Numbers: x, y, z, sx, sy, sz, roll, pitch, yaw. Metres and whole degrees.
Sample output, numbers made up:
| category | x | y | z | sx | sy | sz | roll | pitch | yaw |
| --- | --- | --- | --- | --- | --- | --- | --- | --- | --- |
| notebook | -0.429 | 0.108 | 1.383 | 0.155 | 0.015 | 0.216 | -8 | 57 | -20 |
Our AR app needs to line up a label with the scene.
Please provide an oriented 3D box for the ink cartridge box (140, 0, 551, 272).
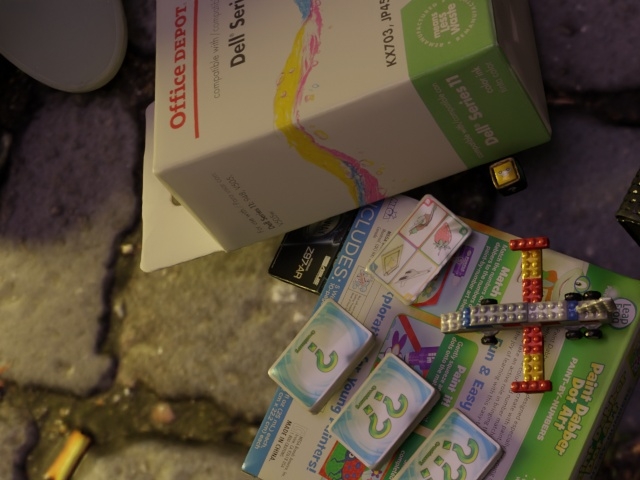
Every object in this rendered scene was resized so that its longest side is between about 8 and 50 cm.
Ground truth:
| category | x | y | z | sx | sy | sz | roll | pitch | yaw |
| --- | --- | --- | --- | --- | --- | --- | --- | --- | --- |
| ink cartridge box | -0.014 | -0.128 | 1.350 | 0.354 | 0.119 | 0.207 | -20 | 49 | 18 |

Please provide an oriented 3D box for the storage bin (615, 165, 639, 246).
| category | x | y | z | sx | sy | sz | roll | pitch | yaw |
| --- | --- | --- | --- | --- | --- | --- | --- | --- | --- |
| storage bin | 0.309 | -0.006 | 1.184 | 0.180 | 0.122 | 0.084 | 25 | 85 | 29 |

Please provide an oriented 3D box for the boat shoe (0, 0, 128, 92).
| category | x | y | z | sx | sy | sz | roll | pitch | yaw |
| --- | --- | --- | --- | --- | --- | --- | --- | --- | --- |
| boat shoe | -0.299 | -0.285 | 1.559 | 0.136 | 0.156 | 0.367 | -41 | 90 | 3 |

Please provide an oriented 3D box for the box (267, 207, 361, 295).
| category | x | y | z | sx | sy | sz | roll | pitch | yaw |
| --- | --- | --- | --- | --- | --- | --- | --- | --- | --- |
| box | 0.000 | 0.000 | 1.374 | 0.067 | 0.018 | 0.083 | 20 | 83 | 49 |

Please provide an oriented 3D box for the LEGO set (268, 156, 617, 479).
| category | x | y | z | sx | sy | sz | roll | pitch | yaw |
| --- | --- | --- | --- | --- | --- | --- | --- | --- | --- |
| LEGO set | 0.094 | 0.058 | 1.244 | 0.182 | 0.060 | 0.244 | 41 | 92 | 26 |

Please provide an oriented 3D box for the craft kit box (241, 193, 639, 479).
| category | x | y | z | sx | sy | sz | roll | pitch | yaw |
| --- | --- | --- | --- | --- | --- | --- | --- | --- | --- |
| craft kit box | 0.098 | 0.110 | 1.285 | 0.247 | 0.061 | 0.249 | 22 | 83 | 32 |
